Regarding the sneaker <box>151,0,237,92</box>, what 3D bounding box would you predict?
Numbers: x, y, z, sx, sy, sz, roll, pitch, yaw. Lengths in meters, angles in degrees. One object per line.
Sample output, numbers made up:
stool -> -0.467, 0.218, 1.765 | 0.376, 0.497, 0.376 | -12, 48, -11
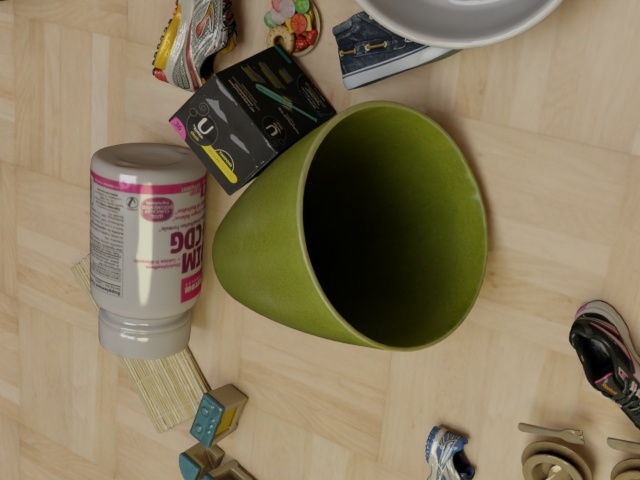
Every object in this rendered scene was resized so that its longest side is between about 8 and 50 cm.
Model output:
sneaker -> -0.141, -0.298, 1.249 | 0.092, 0.088, 0.225 | 27, 120, 3

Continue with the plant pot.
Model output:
plant pot -> 0.000, 0.000, 1.140 | 0.293, 0.274, 0.275 | -11, 97, 52

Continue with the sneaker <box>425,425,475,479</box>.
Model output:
sneaker -> 0.168, 0.309, 1.220 | 0.058, 0.052, 0.135 | 4, 107, 30

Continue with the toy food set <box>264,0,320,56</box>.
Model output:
toy food set -> -0.037, -0.276, 1.209 | 0.083, 0.020, 0.083 | 1, 104, 35

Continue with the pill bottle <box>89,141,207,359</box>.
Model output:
pill bottle -> -0.248, 0.015, 1.354 | 0.160, 0.160, 0.283 | 18, 114, 30

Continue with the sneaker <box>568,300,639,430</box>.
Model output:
sneaker -> 0.330, 0.157, 1.045 | 0.178, 0.077, 0.072 | 51, 127, 11

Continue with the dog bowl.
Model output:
dog bowl -> 0.142, -0.334, 0.952 | 0.264, 0.104, 0.265 | 8, 125, 11

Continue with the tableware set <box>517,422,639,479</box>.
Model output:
tableware set -> 0.319, 0.282, 1.090 | 0.194, 0.039, 0.128 | 3, 123, 34

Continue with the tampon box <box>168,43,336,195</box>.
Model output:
tampon box -> -0.083, -0.153, 1.177 | 0.101, 0.161, 0.120 | -37, 93, 36

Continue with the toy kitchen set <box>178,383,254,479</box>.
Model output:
toy kitchen set -> -0.120, 0.344, 1.386 | 0.207, 0.122, 0.166 | 35, 121, 22

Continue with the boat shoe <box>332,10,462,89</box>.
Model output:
boat shoe -> 0.091, -0.238, 1.102 | 0.183, 0.065, 0.083 | -13, 97, 38

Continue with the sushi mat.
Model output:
sushi mat -> -0.286, 0.148, 1.510 | 0.151, 0.019, 0.317 | -32, 85, 38
